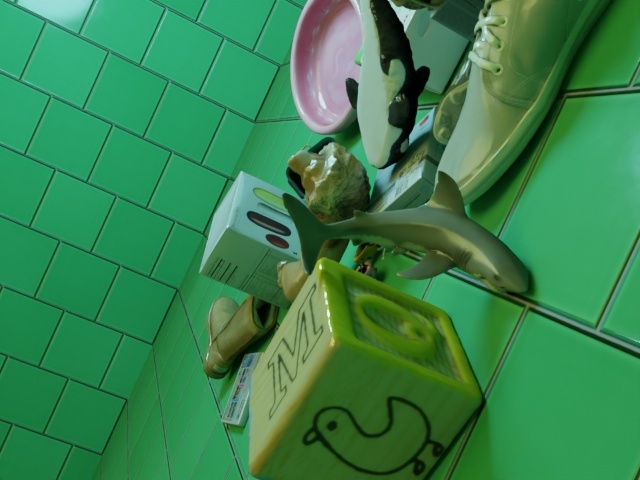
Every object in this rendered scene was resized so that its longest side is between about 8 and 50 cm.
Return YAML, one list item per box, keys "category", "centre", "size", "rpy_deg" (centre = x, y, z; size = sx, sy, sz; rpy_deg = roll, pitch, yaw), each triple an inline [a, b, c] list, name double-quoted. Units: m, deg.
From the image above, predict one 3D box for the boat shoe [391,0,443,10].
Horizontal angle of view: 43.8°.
- category: "boat shoe"
  centre: [0.153, -0.375, 1.113]
  size: [0.341, 0.122, 0.110]
  rpy_deg: [-98, 21, -70]

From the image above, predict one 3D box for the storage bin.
- category: "storage bin"
  centre: [-0.016, -0.152, 1.713]
  size: [0.135, 0.098, 0.091]
  rpy_deg: [-40, 0, -14]

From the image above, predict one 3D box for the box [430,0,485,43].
- category: "box"
  centre: [0.258, -0.416, 1.224]
  size: [0.103, 0.114, 0.203]
  rpy_deg: [-38, 30, 57]

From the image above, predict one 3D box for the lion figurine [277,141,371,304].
- category: "lion figurine"
  centre: [0.000, 0.000, 1.372]
  size: [0.240, 0.142, 0.392]
  rpy_deg: [-92, 8, -61]

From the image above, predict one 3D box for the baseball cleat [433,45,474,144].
- category: "baseball cleat"
  centre: [0.231, -0.232, 1.158]
  size: [0.206, 0.072, 0.109]
  rpy_deg: [-57, 3, 13]

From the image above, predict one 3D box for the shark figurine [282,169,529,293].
- category: "shark figurine"
  centre: [0.106, -0.026, 0.923]
  size: [0.166, 0.278, 0.116]
  rpy_deg: [-58, -24, -62]

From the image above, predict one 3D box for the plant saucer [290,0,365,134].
- category: "plant saucer"
  centre: [0.043, -0.401, 1.774]
  size: [0.332, 0.084, 0.332]
  rpy_deg: [7, 98, 60]

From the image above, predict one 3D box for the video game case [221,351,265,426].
- category: "video game case"
  centre: [-0.160, 0.313, 1.681]
  size: [0.143, 0.019, 0.157]
  rpy_deg: [-25, 44, 67]

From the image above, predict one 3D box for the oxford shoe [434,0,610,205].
- category: "oxford shoe"
  centre: [0.246, -0.252, 1.000]
  size: [0.449, 0.130, 0.169]
  rpy_deg: [-62, 17, 15]

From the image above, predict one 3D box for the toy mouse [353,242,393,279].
- category: "toy mouse"
  centre: [0.090, 0.025, 1.262]
  size: [0.161, 0.031, 0.143]
  rpy_deg: [-63, 15, -3]

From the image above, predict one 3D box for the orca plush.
- category: "orca plush"
  centre: [0.112, -0.259, 1.214]
  size: [0.151, 0.102, 0.287]
  rpy_deg: [1, 105, 61]

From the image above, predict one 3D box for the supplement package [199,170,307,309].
- category: "supplement package"
  centre: [-0.119, -0.001, 1.673]
  size: [0.149, 0.203, 0.194]
  rpy_deg: [-53, 20, 37]

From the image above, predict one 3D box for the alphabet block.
- category: "alphabet block"
  centre: [0.041, 0.170, 0.928]
  size: [0.197, 0.192, 0.193]
  rpy_deg: [-61, 18, 21]

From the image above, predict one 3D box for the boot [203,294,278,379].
- category: "boot"
  centre: [-0.178, 0.172, 1.842]
  size: [0.269, 0.089, 0.236]
  rpy_deg: [-50, 32, 43]

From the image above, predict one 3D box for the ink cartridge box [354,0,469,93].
- category: "ink cartridge box"
  centre: [0.176, -0.382, 1.437]
  size: [0.198, 0.115, 0.273]
  rpy_deg: [-63, 15, 9]

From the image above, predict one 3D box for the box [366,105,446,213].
- category: "box"
  centre: [0.135, -0.106, 1.241]
  size: [0.145, 0.038, 0.186]
  rpy_deg: [-43, 21, 40]
